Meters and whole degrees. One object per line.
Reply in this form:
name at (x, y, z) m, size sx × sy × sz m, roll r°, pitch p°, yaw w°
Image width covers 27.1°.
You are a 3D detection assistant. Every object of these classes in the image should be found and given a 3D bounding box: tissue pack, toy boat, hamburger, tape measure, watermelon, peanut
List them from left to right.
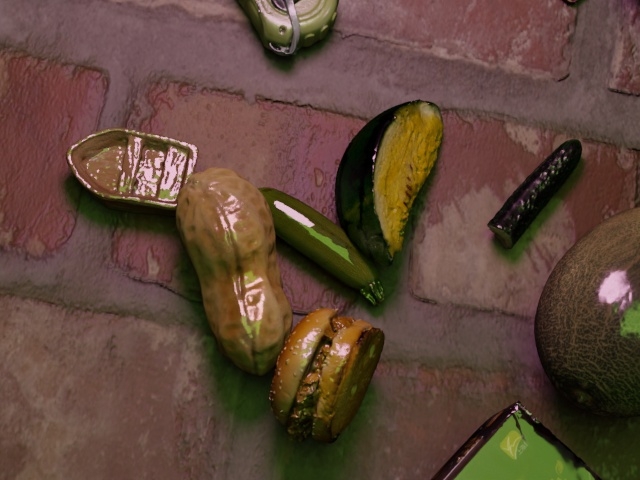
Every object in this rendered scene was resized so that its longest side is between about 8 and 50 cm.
toy boat at (-0.280, -0.101, 1.955) m, size 0.188 × 0.061 × 0.116 m, roll 12°, pitch 71°, yaw -1°
peanut at (-0.118, 0.043, 1.868) m, size 0.147 × 0.147 × 0.305 m, roll -12°, pitch 83°, yaw -10°
tape measure at (-0.049, -0.373, 2.062) m, size 0.154 × 0.087 × 0.177 m, roll -24°, pitch 76°, yaw -14°
hamburger at (0.000, 0.189, 1.821) m, size 0.118 × 0.182 × 0.190 m, roll 17°, pitch 77°, yaw 18°
watermelon at (0.101, -0.107, 1.962) m, size 0.129 × 0.123 × 0.301 m, roll 36°, pitch 53°, yaw -16°
tissue pack at (0.187, 0.411, 1.725) m, size 0.198 × 0.210 × 0.370 m, roll 43°, pitch 77°, yaw 5°

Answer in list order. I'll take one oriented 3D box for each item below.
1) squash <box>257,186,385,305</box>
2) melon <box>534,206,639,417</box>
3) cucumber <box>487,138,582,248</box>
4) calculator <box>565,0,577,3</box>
squash at (0.000, 0.000, 1.943) m, size 0.252 × 0.066 × 0.066 m, roll 36°, pitch 71°, yaw 6°
melon at (0.439, 0.096, 1.860) m, size 0.249 × 0.248 × 0.329 m, roll 34°, pitch 64°, yaw 7°
cucumber at (0.328, -0.077, 2.008) m, size 0.052 × 0.058 × 0.214 m, roll 36°, pitch 68°, yaw 14°
calculator at (0.380, -0.480, 2.172) m, size 0.190 × 0.034 × 0.126 m, roll 45°, pitch 71°, yaw 5°
